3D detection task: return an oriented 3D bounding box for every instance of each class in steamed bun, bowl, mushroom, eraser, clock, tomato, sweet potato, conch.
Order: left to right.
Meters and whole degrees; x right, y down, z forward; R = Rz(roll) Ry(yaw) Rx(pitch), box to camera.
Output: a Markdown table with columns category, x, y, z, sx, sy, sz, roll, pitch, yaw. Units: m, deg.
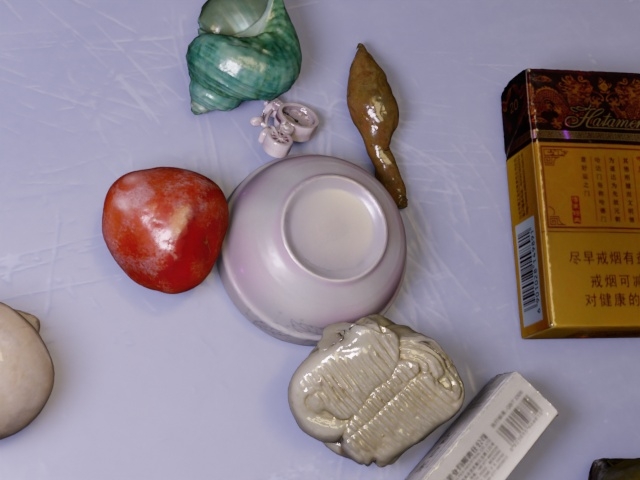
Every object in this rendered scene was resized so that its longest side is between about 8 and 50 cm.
| category | x | y | z | sx | sy | sz | roll | pitch | yaw |
| --- | --- | --- | --- | --- | --- | --- | --- | --- | --- |
| mushroom | -0.436 | 0.153 | 1.655 | 0.204 | 0.204 | 0.204 | 4 | 75 | -15 |
| tomato | -0.220 | -0.018 | 1.765 | 0.187 | 0.151 | 0.187 | 0 | 87 | 1 |
| conch | -0.120 | -0.272 | 1.876 | 0.202 | 0.134 | 0.196 | -38 | 48 | -16 |
| clock | -0.058 | -0.167 | 1.885 | 0.087 | 0.041 | 0.129 | 29 | 37 | 6 |
| bowl | 0.000 | 0.000 | 1.829 | 0.287 | 0.144 | 0.287 | 4 | 74 | -14 |
| steamed bun | 0.069 | 0.198 | 1.799 | 0.218 | 0.144 | 0.211 | -44 | 104 | 5 |
| sweet potato | 0.086 | -0.178 | 1.939 | 0.075 | 0.075 | 0.269 | -11 | 83 | -19 |
| eraser | 0.172 | 0.363 | 1.807 | 0.098 | 0.096 | 0.404 | 45 | 69 | -2 |

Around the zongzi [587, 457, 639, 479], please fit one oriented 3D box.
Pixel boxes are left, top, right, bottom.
| category | x | y | z | sx | sy | sz | roll | pitch | yaw |
| --- | --- | --- | --- | --- | --- | --- | --- | --- | --- |
| zongzi | 0.445 | 0.439 | 1.772 | 0.145 | 0.274 | 0.300 | 30 | 71 | -9 |

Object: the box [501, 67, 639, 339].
| category | x | y | z | sx | sy | sz | roll | pitch | yaw |
| --- | --- | --- | --- | --- | --- | --- | --- | --- | --- |
| box | 0.433 | -0.059 | 1.985 | 0.264 | 0.116 | 0.415 | 0 | 75 | -15 |
